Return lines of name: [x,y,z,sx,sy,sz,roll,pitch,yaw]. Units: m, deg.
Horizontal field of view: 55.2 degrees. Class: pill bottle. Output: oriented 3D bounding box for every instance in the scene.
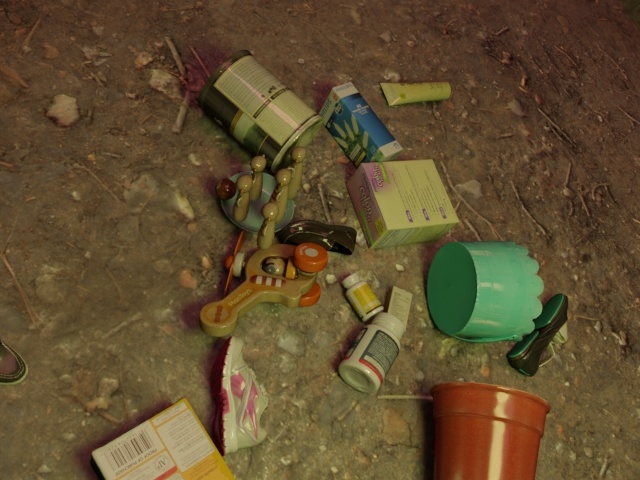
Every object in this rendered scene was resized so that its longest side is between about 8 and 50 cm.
pill bottle: [0.104,0.143,1.557,0.065,0.065,0.116,-24,74,-32]
pill bottle: [0.130,0.265,1.471,0.108,0.108,0.180,38,54,1]

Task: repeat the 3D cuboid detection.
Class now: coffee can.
coffee can: [-0.158,-0.342,1.639,0.275,0.201,0.201,42,54,4]

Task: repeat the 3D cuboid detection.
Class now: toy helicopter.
toy helicopter: [-0.159,0.100,1.418,0.235,0.140,0.355,28,39,21]

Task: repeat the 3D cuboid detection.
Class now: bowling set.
bowling set: [-0.160,-0.129,1.476,0.200,0.154,0.287,16,40,1]

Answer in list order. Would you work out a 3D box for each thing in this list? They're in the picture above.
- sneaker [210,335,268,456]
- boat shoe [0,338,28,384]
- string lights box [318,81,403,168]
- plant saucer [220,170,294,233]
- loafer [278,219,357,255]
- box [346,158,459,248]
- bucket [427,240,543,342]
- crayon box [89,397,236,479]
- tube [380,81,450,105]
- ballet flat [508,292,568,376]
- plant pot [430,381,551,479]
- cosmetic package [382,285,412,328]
sneaker: [-0.171,0.330,1.317,0.111,0.103,0.252,7,66,-25]
boat shoe: [-0.673,0.202,1.183,0.228,0.068,0.081,32,54,-3]
string lights box: [0.112,-0.316,1.784,0.077,0.133,0.259,-28,75,-32]
plant saucer: [-0.166,-0.092,1.590,0.195,0.037,0.194,10,58,-16]
loafer: [0.000,0.000,1.584,0.220,0.080,0.078,3,60,-22]
box: [0.228,-0.105,1.723,0.243,0.117,0.213,-7,65,-27]
bucket: [0.412,0.128,1.580,0.183,0.281,0.281,5,60,-19]
crayon box: [-0.270,0.497,1.174,0.203,0.083,0.323,-26,72,-33]
tube: [0.316,-0.488,2.021,0.240,0.062,0.070,-8,25,-22]
ballet flat: [0.621,0.269,1.700,0.280,0.095,0.096,-42,93,-25]
plant pot: [0.367,0.485,1.368,0.273,0.272,0.265,18,64,-13]
cosmetic package: [0.196,0.183,1.588,0.060,0.041,0.115,25,55,-8]
